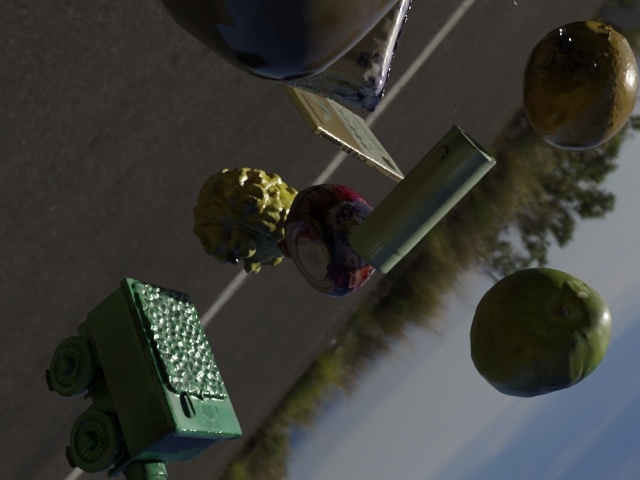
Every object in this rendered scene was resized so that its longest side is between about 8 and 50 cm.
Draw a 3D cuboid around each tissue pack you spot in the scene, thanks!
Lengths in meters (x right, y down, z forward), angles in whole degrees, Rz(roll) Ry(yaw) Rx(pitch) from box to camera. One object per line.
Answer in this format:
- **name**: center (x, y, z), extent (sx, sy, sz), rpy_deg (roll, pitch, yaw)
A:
- **tissue pack**: center (0.035, -0.410, 1.649), extent (0.125, 0.243, 0.343), rpy_deg (84, 24, -76)

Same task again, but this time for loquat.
- **loquat**: center (0.348, -0.203, 1.318), extent (0.204, 0.150, 0.172), rpy_deg (78, 15, -64)

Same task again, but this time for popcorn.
- **popcorn**: center (-0.131, -0.033, 1.789), extent (0.189, 0.218, 0.169), rpy_deg (-47, -162, 22)

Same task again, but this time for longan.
- **longan**: center (-0.033, -0.367, 1.036), extent (0.336, 0.404, 0.404), rpy_deg (-5, -174, 18)

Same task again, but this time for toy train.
- **toy train**: center (-0.247, 0.199, 1.310), extent (0.202, 0.266, 0.145), rpy_deg (-37, 150, 21)

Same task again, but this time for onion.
- **onion**: center (0.013, -0.005, 1.513), extent (0.135, 0.173, 0.198), rpy_deg (-22, -171, -25)

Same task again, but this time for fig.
- **fig**: center (0.369, 0.197, 1.725), extent (0.233, 0.233, 0.314), rpy_deg (-39, 153, -49)

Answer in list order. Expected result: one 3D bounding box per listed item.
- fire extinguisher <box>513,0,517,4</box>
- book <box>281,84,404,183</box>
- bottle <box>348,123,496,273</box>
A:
- **fire extinguisher**: center (0.342, -0.431, 1.301), extent (0.269, 0.104, 0.105), rpy_deg (-40, 174, 11)
- **book**: center (0.040, -0.235, 1.985), extent (0.021, 0.217, 0.310), rpy_deg (-44, 141, 18)
- **bottle**: center (0.127, -0.051, 1.239), extent (0.201, 0.072, 0.072), rpy_deg (-47, 173, 14)
